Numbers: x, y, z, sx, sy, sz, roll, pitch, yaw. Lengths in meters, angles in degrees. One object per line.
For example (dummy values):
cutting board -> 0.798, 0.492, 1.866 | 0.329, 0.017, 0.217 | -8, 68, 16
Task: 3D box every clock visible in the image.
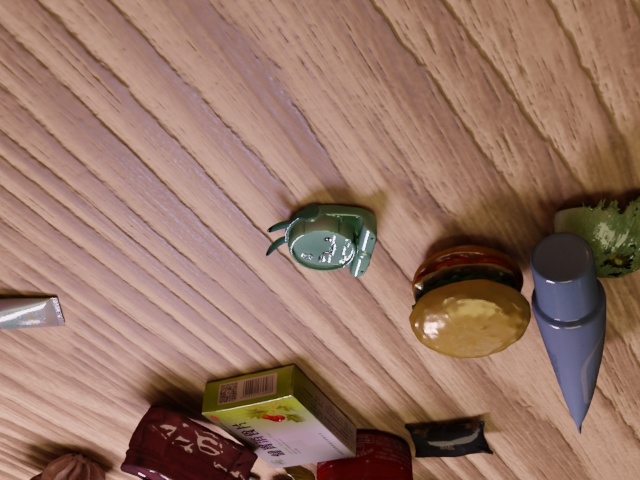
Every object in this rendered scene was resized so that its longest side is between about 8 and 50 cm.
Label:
clock -> 0.000, 0.000, 0.919 | 0.135, 0.041, 0.101 | 6, 141, -4

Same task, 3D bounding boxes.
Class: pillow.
pillow -> 0.237, 0.369, 1.352 | 0.150, 0.048, 0.090 | -8, 142, 16

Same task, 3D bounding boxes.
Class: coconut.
coconut -> 0.360, -0.001, 0.889 | 0.158, 0.055, 0.133 | 19, 139, -21

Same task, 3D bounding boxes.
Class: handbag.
handbag -> -0.232, 0.393, 1.295 | 0.225, 0.135, 0.146 | 34, 151, -17

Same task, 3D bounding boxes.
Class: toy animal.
toy animal -> -0.013, 0.532, 1.512 | 0.155, 0.219, 0.095 | -16, 148, -54

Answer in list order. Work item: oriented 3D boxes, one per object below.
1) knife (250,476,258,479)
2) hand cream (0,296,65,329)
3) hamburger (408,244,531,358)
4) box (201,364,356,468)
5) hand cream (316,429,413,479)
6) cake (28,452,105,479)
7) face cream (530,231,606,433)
knife -> -0.148, 0.628, 1.699 | 0.132, 0.038, 0.398 | -8, 140, 17
hand cream -> -0.475, 0.110, 1.086 | 0.174, 0.047, 0.076 | -1, 141, -9
hamburger -> 0.190, 0.081, 0.950 | 0.162, 0.115, 0.162 | 2, 138, 2
box -> -0.066, 0.320, 1.299 | 0.175, 0.062, 0.260 | -16, 138, 21
hand cream -> 0.085, 0.459, 1.411 | 0.193, 0.125, 0.193 | 2, 141, 2
cake -> -0.518, 0.525, 1.490 | 0.185, 0.208, 0.178 | 22, 112, 33
face cream -> 0.332, 0.123, 0.960 | 0.086, 0.135, 0.385 | 2, 147, 25
